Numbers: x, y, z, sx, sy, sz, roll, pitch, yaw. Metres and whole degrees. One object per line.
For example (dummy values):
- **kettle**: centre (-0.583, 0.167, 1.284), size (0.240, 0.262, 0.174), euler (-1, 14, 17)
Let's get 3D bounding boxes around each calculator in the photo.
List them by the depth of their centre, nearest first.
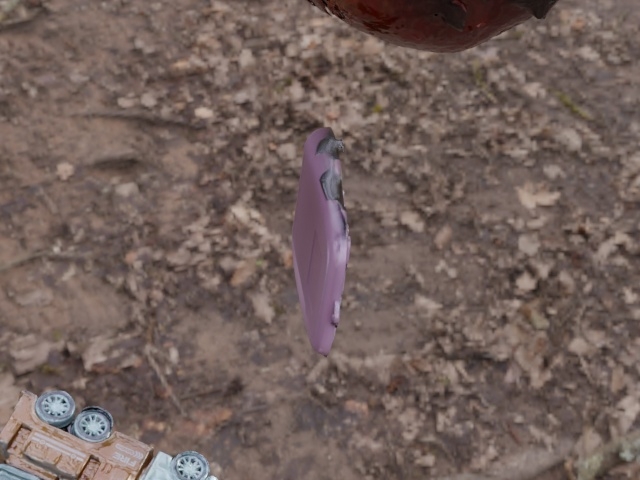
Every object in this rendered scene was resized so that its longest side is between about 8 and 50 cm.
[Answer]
- **calculator**: centre (-0.001, 0.000, 1.116), size (0.043, 0.194, 0.294), euler (4, 34, -9)

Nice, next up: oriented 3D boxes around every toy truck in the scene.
- **toy truck**: centre (-0.285, 0.351, 1.268), size (0.338, 0.133, 0.184), euler (24, 42, 1)

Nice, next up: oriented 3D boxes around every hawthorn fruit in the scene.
- **hawthorn fruit**: centre (0.113, -0.322, 0.937), size (0.315, 0.316, 0.316), euler (-5, 30, 3)
